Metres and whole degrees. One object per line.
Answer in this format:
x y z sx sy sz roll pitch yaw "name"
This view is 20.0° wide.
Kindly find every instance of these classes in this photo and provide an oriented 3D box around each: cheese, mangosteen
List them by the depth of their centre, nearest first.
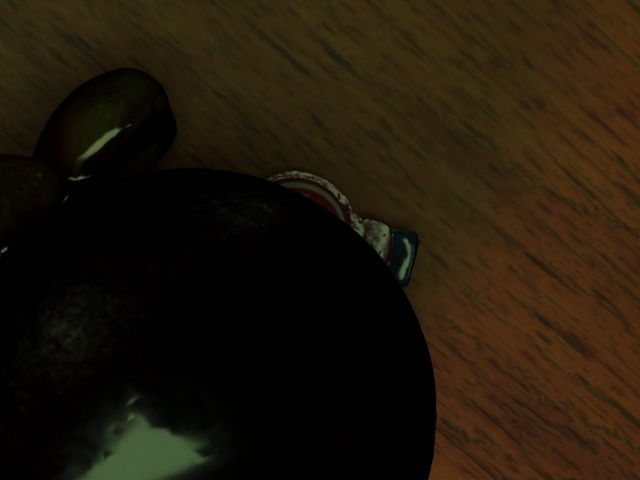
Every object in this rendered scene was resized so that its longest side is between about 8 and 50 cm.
-0.134 0.097 1.212 0.382 0.382 0.435 -39 65 2 "mangosteen"
0.000 0.000 1.345 0.145 0.038 0.095 13 98 -7 "cheese"
